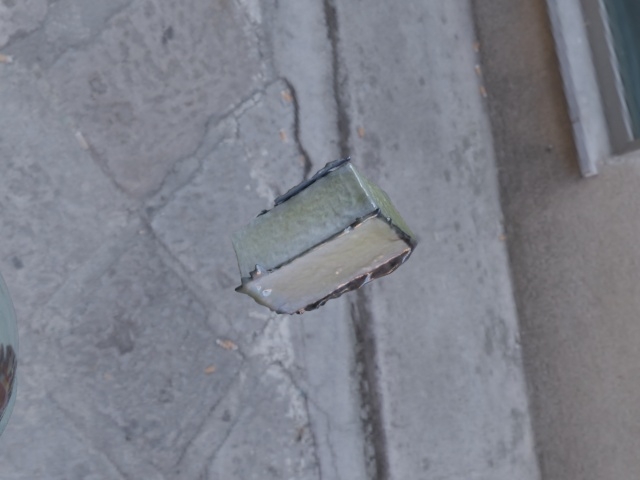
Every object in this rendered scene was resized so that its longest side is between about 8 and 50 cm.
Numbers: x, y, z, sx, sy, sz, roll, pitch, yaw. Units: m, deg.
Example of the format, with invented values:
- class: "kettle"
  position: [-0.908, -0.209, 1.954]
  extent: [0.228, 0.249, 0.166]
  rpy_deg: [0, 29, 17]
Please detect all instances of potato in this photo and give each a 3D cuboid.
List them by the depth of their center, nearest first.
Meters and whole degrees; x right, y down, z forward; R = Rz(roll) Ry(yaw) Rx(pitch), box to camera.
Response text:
- class: "potato"
  position: [-0.002, 0.001, 0.635]
  extent: [0.086, 0.122, 0.061]
  rpy_deg: [39, 26, -50]

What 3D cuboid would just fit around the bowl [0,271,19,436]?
- class: "bowl"
  position: [-0.392, 0.132, 0.799]
  extent: [0.157, 0.337, 0.337]
  rpy_deg: [51, 40, -52]
